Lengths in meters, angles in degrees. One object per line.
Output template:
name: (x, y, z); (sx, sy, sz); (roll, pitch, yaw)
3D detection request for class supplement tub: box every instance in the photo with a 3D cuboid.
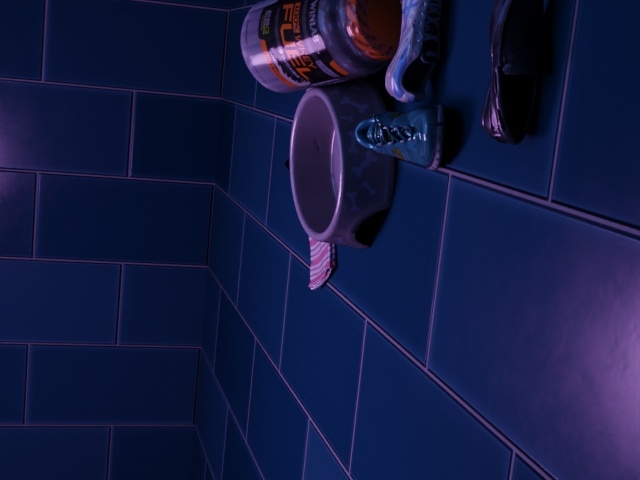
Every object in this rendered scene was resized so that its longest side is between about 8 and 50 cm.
supplement tub: (0.013, -0.390, 1.833); (0.316, 0.194, 0.193); (-4, 82, 49)

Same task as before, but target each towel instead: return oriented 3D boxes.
towel: (0.000, 0.000, 2.256); (0.144, 0.029, 0.197); (125, 145, -61)

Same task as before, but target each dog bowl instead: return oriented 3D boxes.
dog bowl: (0.032, -0.153, 1.962); (0.349, 0.102, 0.348); (176, 90, -69)

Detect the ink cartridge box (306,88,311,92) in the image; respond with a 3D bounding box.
ink cartridge box: (0.001, -0.273, 2.241); (0.109, 0.063, 0.150); (118, 151, -56)

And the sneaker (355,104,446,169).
sneaker: (0.137, -0.174, 1.648); (0.275, 0.110, 0.107); (-169, 82, -74)

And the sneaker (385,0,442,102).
sneaker: (0.172, -0.344, 1.635); (0.086, 0.085, 0.237); (29, 114, 44)

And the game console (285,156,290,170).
game console: (-0.021, -0.141, 2.206); (0.144, 0.085, 0.124); (137, 143, -55)

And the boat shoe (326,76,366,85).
boat shoe: (0.069, -0.359, 2.021); (0.075, 0.083, 0.226); (63, 159, -5)

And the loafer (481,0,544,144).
loafer: (0.261, -0.235, 1.287); (0.078, 0.076, 0.223); (-129, 40, -60)
